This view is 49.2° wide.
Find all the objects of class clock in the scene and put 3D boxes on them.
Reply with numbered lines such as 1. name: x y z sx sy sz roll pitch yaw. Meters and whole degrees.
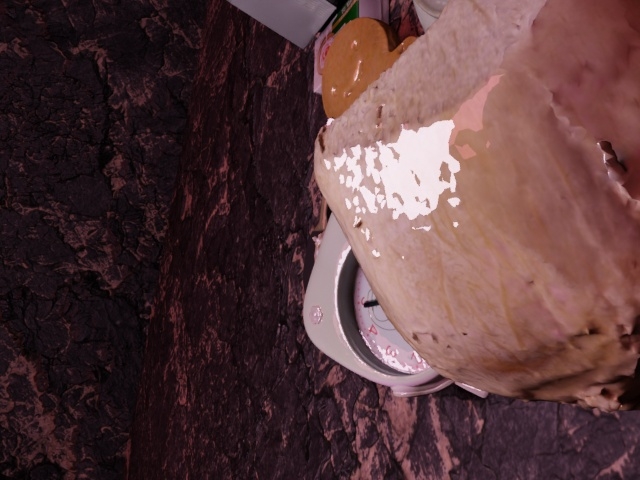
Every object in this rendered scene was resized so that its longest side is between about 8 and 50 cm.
1. clock: 0.129 0.078 0.960 0.324 0.108 0.265 30 106 41

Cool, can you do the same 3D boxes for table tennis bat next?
1. table tennis bat: 0.000 0.000 1.465 0.138 0.022 0.247 -3 78 65

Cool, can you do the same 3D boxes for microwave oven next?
1. microwave oven: -0.039 -0.611 1.499 0.181 0.237 0.295 -37 29 56

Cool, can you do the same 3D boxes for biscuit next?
1. biscuit: 0.098 -0.251 1.230 0.275 0.052 0.355 -58 46 36

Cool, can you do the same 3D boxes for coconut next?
1. coconut: 0.216 -0.035 0.587 0.404 0.404 0.405 -38 46 55

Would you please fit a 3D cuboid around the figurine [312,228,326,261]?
1. figurine: 0.065 0.025 1.146 0.132 0.153 0.132 -42 41 53

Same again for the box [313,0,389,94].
1. box: 0.061 -0.397 1.435 0.199 0.081 0.135 142 133 -58

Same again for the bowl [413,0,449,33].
1. bowl: 0.220 -0.344 0.817 0.353 0.185 0.354 20 114 55
